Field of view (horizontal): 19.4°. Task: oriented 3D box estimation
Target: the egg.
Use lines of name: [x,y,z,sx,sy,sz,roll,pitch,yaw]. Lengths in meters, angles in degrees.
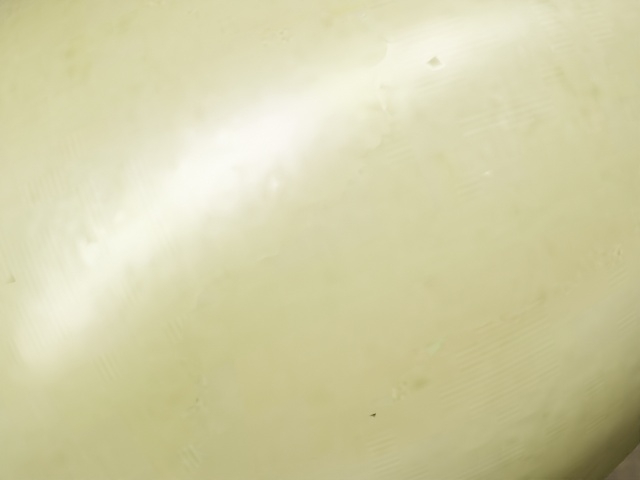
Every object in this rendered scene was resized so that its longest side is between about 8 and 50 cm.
egg: [0.000,0.000,0.486,0.254,0.188,0.188,-26,91,-7]
